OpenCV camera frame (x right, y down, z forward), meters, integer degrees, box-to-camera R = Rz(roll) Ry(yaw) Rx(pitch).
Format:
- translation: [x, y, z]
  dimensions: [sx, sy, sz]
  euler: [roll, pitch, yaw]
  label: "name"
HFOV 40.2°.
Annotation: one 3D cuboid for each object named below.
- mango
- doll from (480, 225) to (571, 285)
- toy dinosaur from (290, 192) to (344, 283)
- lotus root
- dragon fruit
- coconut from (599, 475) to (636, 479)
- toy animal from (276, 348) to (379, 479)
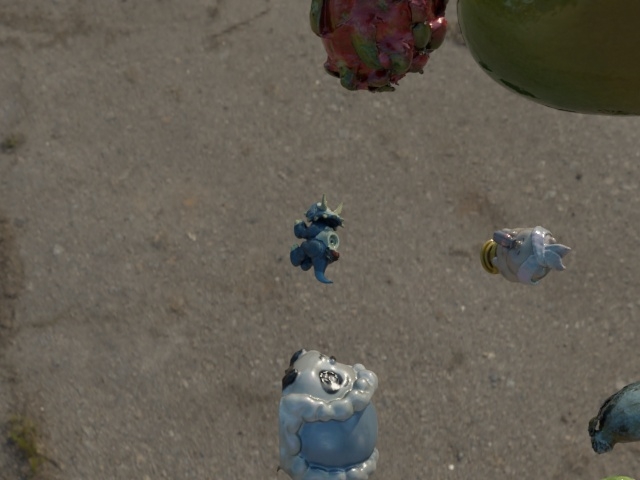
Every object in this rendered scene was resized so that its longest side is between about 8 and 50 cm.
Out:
- translation: [0.164, -0.120, 0.438]
  dimensions: [0.191, 0.122, 0.085]
  euler: [1, 40, 11]
  label: "mango"
- translation: [0.250, 0.013, 1.087]
  dimensions: [0.127, 0.084, 0.073]
  euler: [-6, 50, 60]
  label: "doll"
- translation: [0.000, 0.000, 0.805]
  dimensions: [0.047, 0.030, 0.083]
  euler: [-11, 63, 42]
  label: "toy dinosaur"
- translation: [0.455, 0.249, 1.259]
  dimensions: [0.165, 0.088, 0.088]
  euler: [-21, 52, -10]
  label: "lotus root"
- translation: [0.111, -0.409, 1.559]
  dimensions: [0.237, 0.303, 0.231]
  euler: [28, 25, 12]
  label: "dragon fruit"
- translation: [0.349, 0.328, 1.035]
  dimensions: [0.087, 0.096, 0.088]
  euler: [7, 24, -3]
  label: "coconut"
- translation: [0.017, 0.280, 1.391]
  dimensions: [0.156, 0.204, 0.208]
  euler: [2, 11, 5]
  label: "toy animal"
